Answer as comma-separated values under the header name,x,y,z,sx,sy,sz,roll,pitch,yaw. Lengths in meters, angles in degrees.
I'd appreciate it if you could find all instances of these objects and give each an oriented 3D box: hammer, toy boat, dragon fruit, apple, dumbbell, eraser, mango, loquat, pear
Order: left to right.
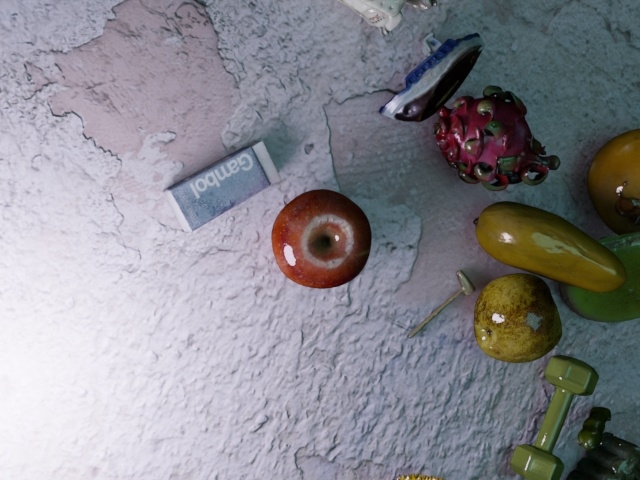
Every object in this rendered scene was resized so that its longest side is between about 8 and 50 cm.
name,x,y,z,sx,sy,sz,roll,pitch,yaw
eraser,-0.185,-0.106,1.583,0.213,0.046,0.091,-32,107,-20
apple,0.000,0.000,1.625,0.201,0.162,0.201,0,90,-15
toy boat,0.226,-0.349,1.736,0.262,0.115,0.114,-49,155,-6
hammer,0.258,0.144,1.832,0.195,0.028,0.060,-39,104,-16
dragon fruit,0.368,-0.201,1.774,0.198,0.218,0.272,-27,119,26
pear,0.423,0.173,1.824,0.197,0.197,0.197,-2,95,-26
mango,0.493,0.017,1.816,0.332,0.195,0.142,26,91,-2
dumbbell,0.546,0.418,1.940,0.122,0.108,0.301,23,83,9
loquat,0.750,-0.127,1.915,0.275,0.275,0.274,-2,95,-26

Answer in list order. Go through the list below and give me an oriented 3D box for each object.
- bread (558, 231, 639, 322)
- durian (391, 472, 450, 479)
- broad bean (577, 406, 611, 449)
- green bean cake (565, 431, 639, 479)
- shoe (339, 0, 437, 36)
name,x,y,z,sx,sy,sz,roll,pitch,yaw
bread,0.708,0.098,1.940,0.302,0.045,0.301,0,133,0
durian,0.196,0.586,1.783,0.165,0.132,0.182,-5,100,-18
broad bean,0.655,0.441,1.981,0.256,0.052,0.052,-12,80,-61
green bean cake,0.723,0.637,2.045,0.255,0.132,0.241,-42,114,-17
shoe,0.091,-0.503,1.634,0.342,0.132,0.210,-24,102,-26
